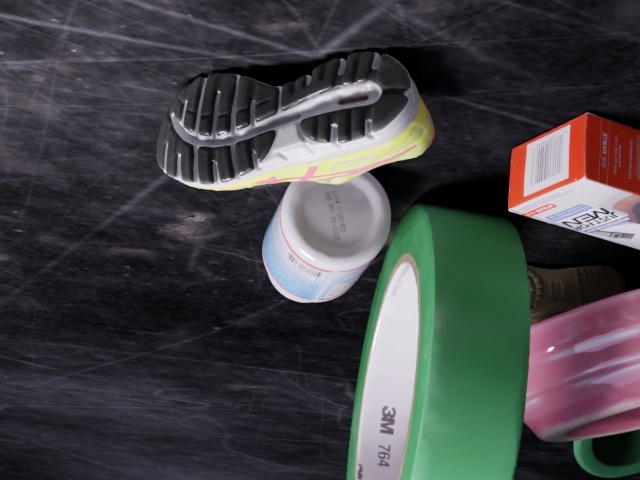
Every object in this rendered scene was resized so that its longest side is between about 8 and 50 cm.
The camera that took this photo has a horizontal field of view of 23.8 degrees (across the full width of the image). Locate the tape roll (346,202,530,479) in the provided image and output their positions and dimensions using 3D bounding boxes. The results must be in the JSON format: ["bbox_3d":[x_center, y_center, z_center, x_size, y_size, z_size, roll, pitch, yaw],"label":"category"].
[{"bbox_3d":[0.087,0.133,1.223,0.077,0.321,0.321,8,163,-7],"label":"tape roll"}]

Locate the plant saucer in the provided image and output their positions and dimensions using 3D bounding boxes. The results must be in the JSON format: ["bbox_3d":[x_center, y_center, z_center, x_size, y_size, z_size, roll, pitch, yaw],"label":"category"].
[{"bbox_3d":[0.296,0.100,1.273,0.332,0.084,0.332,-11,166,-3],"label":"plant saucer"}]

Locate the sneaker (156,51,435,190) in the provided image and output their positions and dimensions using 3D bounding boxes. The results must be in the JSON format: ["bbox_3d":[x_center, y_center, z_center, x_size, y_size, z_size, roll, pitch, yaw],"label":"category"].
[{"bbox_3d":[-0.017,-0.067,1.034,0.208,0.081,0.094,-4,162,30],"label":"sneaker"}]

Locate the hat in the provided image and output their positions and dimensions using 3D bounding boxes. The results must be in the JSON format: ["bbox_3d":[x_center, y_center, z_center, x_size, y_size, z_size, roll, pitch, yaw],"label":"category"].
[{"bbox_3d":[0.308,0.141,1.662,0.173,0.183,0.208,11,122,-34],"label":"hat"}]

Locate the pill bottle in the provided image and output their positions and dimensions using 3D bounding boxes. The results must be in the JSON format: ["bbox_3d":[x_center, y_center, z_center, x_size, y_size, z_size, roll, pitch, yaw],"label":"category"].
[{"bbox_3d":[0.000,0.000,1.224,0.087,0.087,0.160,9,163,-8],"label":"pill bottle"}]

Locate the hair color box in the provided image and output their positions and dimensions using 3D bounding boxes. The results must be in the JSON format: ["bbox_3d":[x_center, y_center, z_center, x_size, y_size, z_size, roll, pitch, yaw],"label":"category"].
[{"bbox_3d":[0.229,-0.034,1.088,0.167,0.053,0.093,14,160,-24],"label":"hair color box"}]

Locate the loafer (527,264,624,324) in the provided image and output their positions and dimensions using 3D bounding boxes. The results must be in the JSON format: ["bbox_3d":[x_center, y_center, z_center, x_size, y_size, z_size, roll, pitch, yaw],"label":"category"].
[{"bbox_3d":[0.199,0.053,1.366,0.148,0.056,0.050,1,156,17],"label":"loafer"}]
